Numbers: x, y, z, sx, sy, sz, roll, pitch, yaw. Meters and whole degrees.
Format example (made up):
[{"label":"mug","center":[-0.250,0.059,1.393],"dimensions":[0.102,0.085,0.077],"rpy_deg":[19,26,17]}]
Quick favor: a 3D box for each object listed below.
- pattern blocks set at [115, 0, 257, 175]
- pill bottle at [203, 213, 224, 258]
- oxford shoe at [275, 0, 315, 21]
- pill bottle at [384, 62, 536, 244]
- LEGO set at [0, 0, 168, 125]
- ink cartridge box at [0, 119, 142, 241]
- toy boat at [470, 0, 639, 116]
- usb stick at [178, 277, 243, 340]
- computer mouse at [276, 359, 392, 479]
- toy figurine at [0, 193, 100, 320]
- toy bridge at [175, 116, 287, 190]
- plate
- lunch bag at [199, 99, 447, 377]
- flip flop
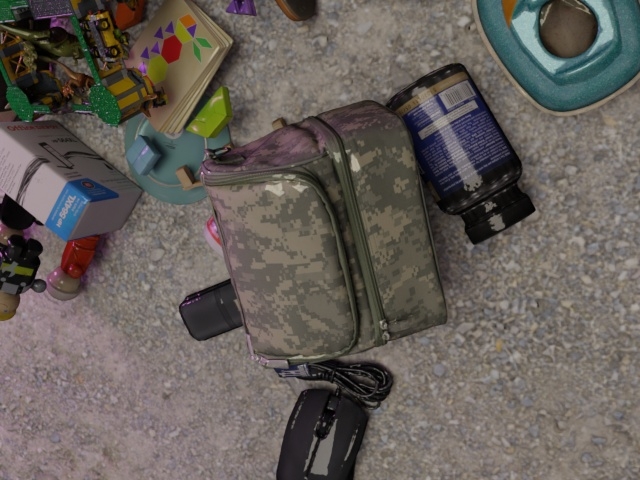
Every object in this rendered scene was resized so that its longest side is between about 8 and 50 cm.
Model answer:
[{"label":"pattern blocks set","center":[-0.218,-0.268,1.164],"dimensions":[0.325,0.026,0.285],"rpy_deg":[-39,71,27]},{"label":"pill bottle","center":[-0.075,-0.058,1.132],"dimensions":[0.108,0.108,0.193],"rpy_deg":[41,108,9]},{"label":"oxford shoe","center":[-0.080,-0.392,1.116],"dimensions":[0.076,0.076,0.212],"rpy_deg":[-38,81,45]},{"label":"pill bottle","center":[0.187,-0.111,1.026],"dimensions":[0.123,0.123,0.219],"rpy_deg":[-30,87,20]},{"label":"LEGO set","center":[-0.335,-0.303,1.149],"dimensions":[0.331,0.192,0.255],"rpy_deg":[1,120,43]},{"label":"ink cartridge box","center":[-0.407,-0.098,1.219],"dimensions":[0.203,0.148,0.086],"rpy_deg":[38,110,10]},{"label":"toy boat","center":[0.336,-0.319,0.931],"dimensions":[0.318,0.148,0.267],"rpy_deg":[-33,86,21]},{"label":"usb stick","center":[-0.092,0.080,1.192],"dimensions":[0.278,0.045,0.077],"rpy_deg":[-22,90,20]},{"label":"computer mouse","center":[-0.008,0.304,1.182],"dimensions":[0.188,0.072,0.272],"rpy_deg":[13,102,16]},{"label":"toy figurine","center":[-0.482,0.012,1.231],"dimensions":[0.213,0.209,0.148],"rpy_deg":[36,113,12]},{"label":"toy bridge","center":[-0.126,-0.116,1.175],"dimensions":[0.188,0.026,0.063],"rpy_deg":[-25,110,13]},{"label":"plate","center":[-0.229,-0.148,1.217],"dimensions":[0.188,0.024,0.188],"rpy_deg":[3,99,20]},{"label":"lunch bag","center":[0.000,0.000,0.999],"dimensions":[0.256,0.212,0.305],"rpy_deg":[-16,112,-5]},{"label":"flip flop","center":[-0.497,-0.308,1.252],"dimensions":[0.080,0.112,0.277],"rpy_deg":[25,110,41]}]
